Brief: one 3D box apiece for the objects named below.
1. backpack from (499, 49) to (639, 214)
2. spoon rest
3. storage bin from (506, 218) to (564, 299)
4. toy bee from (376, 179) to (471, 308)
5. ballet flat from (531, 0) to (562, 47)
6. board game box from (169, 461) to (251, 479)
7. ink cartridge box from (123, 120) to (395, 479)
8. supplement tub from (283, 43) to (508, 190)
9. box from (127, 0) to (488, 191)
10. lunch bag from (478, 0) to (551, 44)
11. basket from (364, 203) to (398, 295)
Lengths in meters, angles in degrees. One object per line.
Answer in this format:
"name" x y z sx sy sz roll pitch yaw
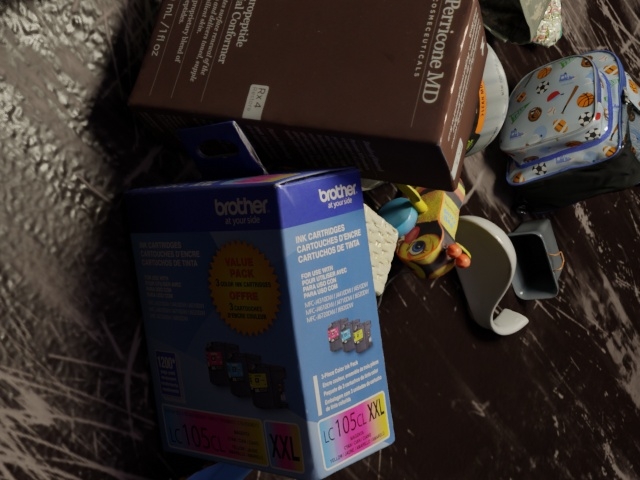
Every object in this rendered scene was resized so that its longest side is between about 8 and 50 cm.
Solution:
"backpack" 0.449 -0.207 1.726 0.213 0.277 0.263 48 44 -35
"spoon rest" 0.283 0.066 1.637 0.084 0.137 0.276 -46 133 -22
"storage bin" 0.400 0.026 1.774 0.091 0.098 0.135 -46 121 -48
"toy bee" 0.172 0.000 1.489 0.195 0.162 0.298 20 75 -45
"ballet flat" 0.396 -0.475 1.786 0.077 0.091 0.240 -8 91 -23
"board game box" -0.150 0.295 1.210 0.169 0.133 0.033 -15 57 -46
"ink cartridge box" -0.081 0.058 1.152 0.151 0.270 0.395 -13 99 -48
"supplement tub" 0.098 -0.189 1.385 0.338 0.207 0.207 -21 104 -43
"box" -0.013 -0.189 1.140 0.143 0.382 0.191 54 47 -67
"lunch bag" 0.317 -0.501 1.630 0.287 0.169 0.235 46 64 -39
"basket" 0.014 0.002 1.303 0.167 0.103 0.113 34 66 -43
